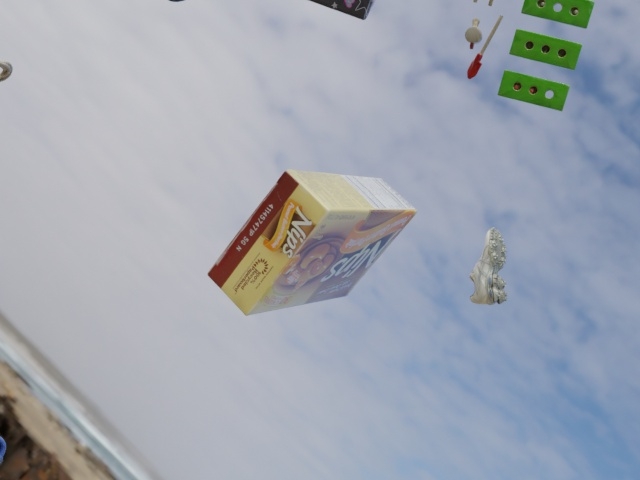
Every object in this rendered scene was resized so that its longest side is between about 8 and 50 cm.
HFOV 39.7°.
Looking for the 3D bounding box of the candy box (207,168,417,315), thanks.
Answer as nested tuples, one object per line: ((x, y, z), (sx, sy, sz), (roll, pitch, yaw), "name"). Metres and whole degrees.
((0.000, 0.000, 1.244), (0.087, 0.183, 0.316), (45, 19, 17), "candy box")

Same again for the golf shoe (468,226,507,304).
((0.358, 0.057, 1.937), (0.086, 0.176, 0.069), (-13, -30, 38), "golf shoe")

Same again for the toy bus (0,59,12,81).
((-0.422, -0.214, 0.843), (0.202, 0.191, 0.104), (106, -36, -76), "toy bus")

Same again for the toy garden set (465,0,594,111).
((0.329, -0.354, 1.445), (0.204, 0.244, 0.049), (16, 10, 11), "toy garden set")

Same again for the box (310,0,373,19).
((0.021, -0.355, 1.007), (0.142, 0.163, 0.247), (19, 20, 0), "box")

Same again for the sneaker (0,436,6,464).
((-0.495, 0.300, 1.276), (0.221, 0.087, 0.083), (-124, -159, -60), "sneaker")
